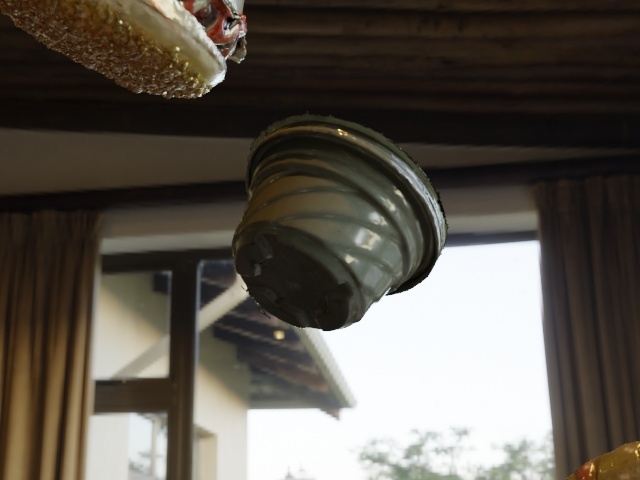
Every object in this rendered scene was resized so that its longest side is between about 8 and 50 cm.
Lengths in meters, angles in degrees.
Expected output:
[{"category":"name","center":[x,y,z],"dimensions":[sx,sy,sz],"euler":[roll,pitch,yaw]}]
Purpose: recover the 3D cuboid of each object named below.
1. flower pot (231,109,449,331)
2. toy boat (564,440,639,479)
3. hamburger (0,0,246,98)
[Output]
[{"category":"flower pot","center":[0.000,0.000,0.978],"dimensions":[0.235,0.140,0.235],"euler":[22,-38,18]},{"category":"toy boat","center":[0.386,0.353,1.102],"dimensions":[0.293,0.276,0.111],"euler":[24,4,17]},{"category":"hamburger","center":[-0.218,-0.262,1.005],"dimensions":[0.302,0.170,0.302],"euler":[20,-9,3]}]
